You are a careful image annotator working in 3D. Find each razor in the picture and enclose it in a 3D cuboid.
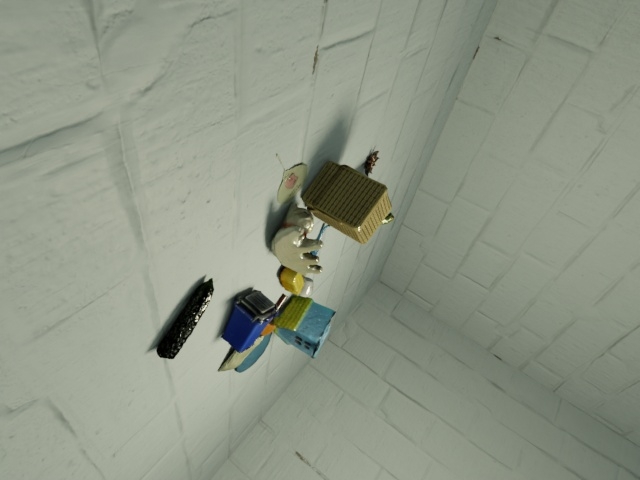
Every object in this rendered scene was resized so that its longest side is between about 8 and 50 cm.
[{"bbox_3d":[0.000,0.000,2.122,0.082,0.042,0.253,-24,145,-59],"label":"razor"}]

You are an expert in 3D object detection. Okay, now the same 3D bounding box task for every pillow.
[{"bbox_3d":[-0.380,0.543,1.983,0.229,0.050,0.148,-51,154,12],"label":"pillow"}]

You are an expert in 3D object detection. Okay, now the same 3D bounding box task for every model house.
[{"bbox_3d":[-0.097,0.453,2.238,0.237,0.304,0.215,-57,173,-40],"label":"model house"}]

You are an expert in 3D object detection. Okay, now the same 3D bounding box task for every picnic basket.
[{"bbox_3d":[0.102,-0.164,1.693,0.228,0.313,0.175,-53,152,-9],"label":"picnic basket"}]

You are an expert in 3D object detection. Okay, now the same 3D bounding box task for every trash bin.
[{"bbox_3d":[-0.306,0.343,1.725,0.234,0.163,0.184,-59,163,23],"label":"trash bin"}]

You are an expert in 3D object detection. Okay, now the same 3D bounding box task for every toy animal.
[{"bbox_3d":[-0.081,0.002,1.689,0.266,0.187,0.308,-32,136,31],"label":"toy animal"}]

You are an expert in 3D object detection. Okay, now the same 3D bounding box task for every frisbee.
[{"bbox_3d":[-0.343,0.595,2.210,0.289,0.049,0.289,-49,161,-24],"label":"frisbee"}]

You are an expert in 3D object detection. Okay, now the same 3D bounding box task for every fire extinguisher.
[{"bbox_3d":[-0.231,0.355,2.140,0.173,0.035,0.049,-55,-160,-8],"label":"fire extinguisher"}]

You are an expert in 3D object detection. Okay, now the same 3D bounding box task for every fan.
[{"bbox_3d":[-0.114,-0.231,1.484,0.182,0.010,0.310,-54,162,-8],"label":"fan"}]

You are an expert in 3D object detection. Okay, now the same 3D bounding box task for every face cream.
[{"bbox_3d":[-0.083,0.254,2.255,0.091,0.091,0.094,-17,127,-64],"label":"face cream"}]

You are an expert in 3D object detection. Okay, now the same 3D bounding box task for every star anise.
[{"bbox_3d":[0.262,-0.400,2.133,0.141,0.042,0.141,-49,158,-29],"label":"star anise"}]

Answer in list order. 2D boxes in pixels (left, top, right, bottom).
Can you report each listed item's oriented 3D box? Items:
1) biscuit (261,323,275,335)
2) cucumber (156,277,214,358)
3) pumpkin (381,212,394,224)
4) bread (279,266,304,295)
[{"bbox_3d":[-0.304,0.417,2.011,0.166,0.036,0.250,-37,150,-14],"label":"biscuit"},{"bbox_3d":[-0.437,0.256,1.367,0.300,0.072,0.072,-58,162,-1],"label":"cucumber"},{"bbox_3d":[0.231,-0.144,2.114,0.295,0.296,0.295,-49,160,-24],"label":"pumpkin"},{"bbox_3d":[-0.136,0.184,2.000,0.101,0.095,0.245,-61,165,-20],"label":"bread"}]
